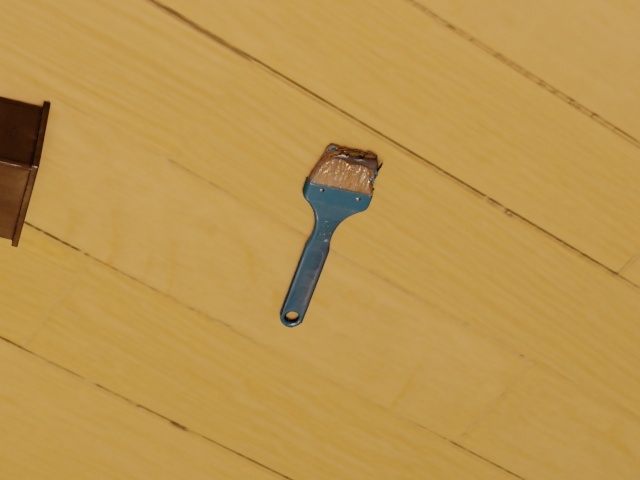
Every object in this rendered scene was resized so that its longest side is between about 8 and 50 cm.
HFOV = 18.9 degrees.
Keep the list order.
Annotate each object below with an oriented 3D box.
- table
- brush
[{"bbox_3d":[-0.237,-0.054,1.324,0.082,0.083,0.070,13,124,-10],"label":"table"},{"bbox_3d":[0.000,0.000,1.433,0.051,0.014,0.164,12,123,-13],"label":"brush"}]
